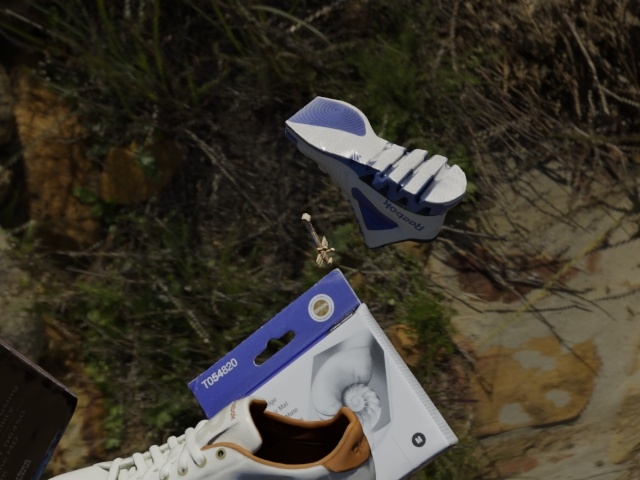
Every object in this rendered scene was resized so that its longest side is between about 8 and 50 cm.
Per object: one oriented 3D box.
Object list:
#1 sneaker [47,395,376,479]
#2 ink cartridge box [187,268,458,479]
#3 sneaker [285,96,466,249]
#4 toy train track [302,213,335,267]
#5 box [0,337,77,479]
[{"bbox_3d":[-0.101,0.182,0.752,0.290,0.106,0.123,-5,113,-3],"label":"sneaker"},{"bbox_3d":[-0.012,0.176,0.936,0.223,0.045,0.224,-39,69,11],"label":"ink cartridge box"},{"bbox_3d":[0.074,-0.083,1.469,0.315,0.127,0.182,33,140,23],"label":"sneaker"},{"bbox_3d":[0.000,0.000,1.130,0.014,0.083,0.048,-11,38,24],"label":"toy train track"},{"bbox_3d":[-0.246,0.081,0.376,0.203,0.167,0.168,22,71,13],"label":"box"}]
